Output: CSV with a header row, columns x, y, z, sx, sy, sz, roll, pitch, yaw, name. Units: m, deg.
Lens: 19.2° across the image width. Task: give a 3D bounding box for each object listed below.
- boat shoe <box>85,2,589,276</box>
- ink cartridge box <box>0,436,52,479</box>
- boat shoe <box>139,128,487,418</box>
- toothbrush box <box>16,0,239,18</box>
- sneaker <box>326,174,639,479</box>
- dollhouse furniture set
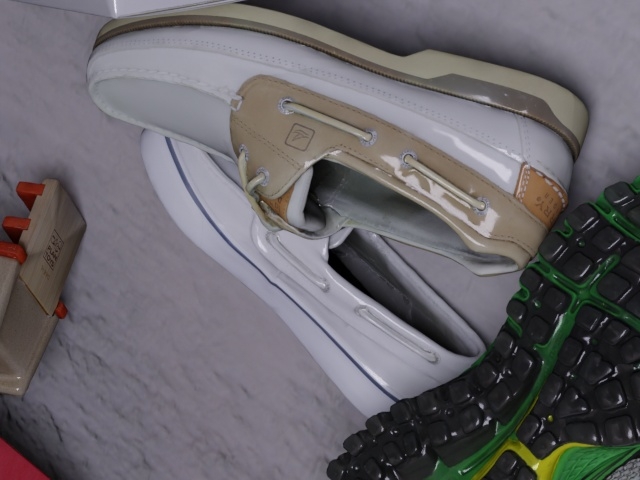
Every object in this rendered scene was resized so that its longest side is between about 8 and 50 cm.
x,y,z,sx,sy,sz,roll,pitch,yaw,name
-0.006,-0.058,1.078,0.302,0.113,0.103,11,70,21,boat shoe
-0.249,0.224,1.299,0.272,0.130,0.309,-21,125,38,ink cartridge box
0.000,0.000,1.164,0.258,0.095,0.084,45,122,3,boat shoe
-0.118,-0.284,1.071,0.216,0.126,0.295,22,123,61,toothbrush box
0.155,0.077,1.054,0.343,0.146,0.134,-40,66,23,sneaker
-0.308,0.016,1.312,0.259,0.135,0.262,8,154,17,dollhouse furniture set
